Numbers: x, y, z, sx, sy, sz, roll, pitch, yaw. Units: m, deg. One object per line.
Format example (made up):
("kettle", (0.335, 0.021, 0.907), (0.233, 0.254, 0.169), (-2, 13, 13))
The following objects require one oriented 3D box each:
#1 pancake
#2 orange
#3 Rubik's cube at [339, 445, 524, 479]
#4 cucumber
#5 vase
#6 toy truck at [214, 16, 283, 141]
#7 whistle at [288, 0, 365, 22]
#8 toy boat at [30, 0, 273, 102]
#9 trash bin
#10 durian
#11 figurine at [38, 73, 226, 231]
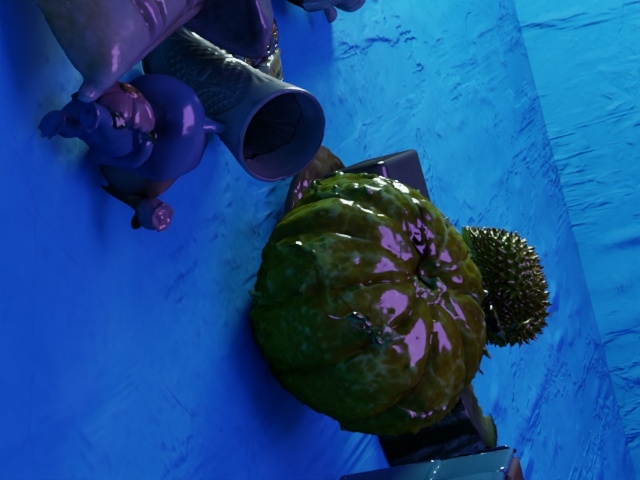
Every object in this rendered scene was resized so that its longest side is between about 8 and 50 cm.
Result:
("pancake", (0.000, 0.000, 1.996), (0.242, 0.050, 0.242), (-11, 90, -68))
("orange", (0.046, 0.066, 1.799), (0.300, 0.223, 0.301), (32, 51, -40))
("Rubik's cube", (0.125, 0.387, 1.816), (0.224, 0.231, 0.221), (-46, 122, -71))
("cucumber", (0.148, 0.222, 2.182), (0.191, 0.130, 0.191), (-20, 90, -77))
("vase", (-0.094, -0.146, 1.584), (0.219, 0.096, 0.096), (39, -14, 45))
("toy truck", (-0.093, -0.173, 1.783), (0.191, 0.085, 0.116), (-61, 140, -67))
("whistle", (0.008, -0.371, 2.184), (0.346, 0.134, 0.142), (16, 59, -80))
("toy boat", (-0.178, -0.271, 1.482), (0.276, 0.111, 0.293), (56, 30, 9))
("trash bin", (0.092, 0.013, 2.020), (0.177, 0.101, 0.236), (-26, 103, -65))
("durian", (0.230, 0.065, 2.159), (0.159, 0.198, 0.146), (-51, 142, -17))
("figurine", (-0.178, -0.084, 1.463), (0.178, 0.114, 0.144), (3, 97, -59))
